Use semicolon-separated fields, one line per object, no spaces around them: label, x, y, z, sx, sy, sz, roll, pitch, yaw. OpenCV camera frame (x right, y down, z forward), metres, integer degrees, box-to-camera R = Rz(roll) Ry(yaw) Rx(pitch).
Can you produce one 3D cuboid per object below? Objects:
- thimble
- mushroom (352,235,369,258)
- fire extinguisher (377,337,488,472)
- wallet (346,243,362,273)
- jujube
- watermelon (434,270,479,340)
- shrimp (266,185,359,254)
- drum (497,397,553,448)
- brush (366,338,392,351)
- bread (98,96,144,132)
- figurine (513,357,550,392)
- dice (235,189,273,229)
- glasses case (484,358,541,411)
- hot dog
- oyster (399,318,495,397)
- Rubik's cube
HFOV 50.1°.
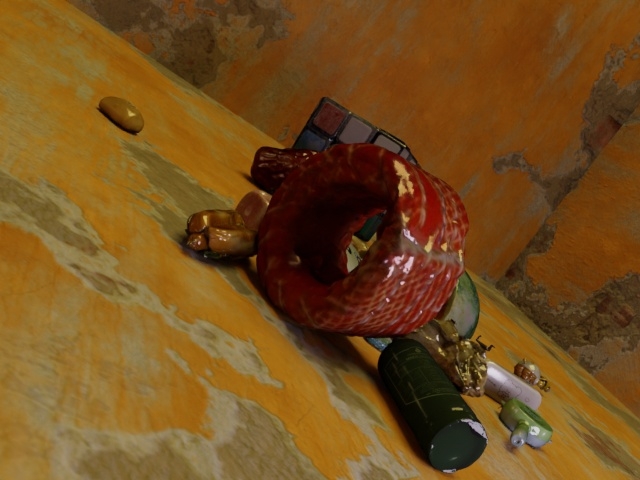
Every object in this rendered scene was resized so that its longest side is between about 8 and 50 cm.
thimble;0.069;0.008;1.206;0.231;0.350;0.350;22;17;-45
mushroom;0.084;-0.001;2.139;0.202;0.054;0.059;38;0;45
fire extinguisher;0.168;0.241;1.122;0.115;0.095;0.311;4;20;-18
wallet;0.034;0.028;1.501;0.309;0.077;0.223;58;10;-1
jujube;-0.068;-0.196;2.111;0.291;0.197;0.197;20;10;1
watermelon;0.388;0.194;2.003;0.260;0.176;0.255;-124;-164;-67
shrimp;-0.051;-0.042;1.743;0.233;0.071;0.365;-2;35;-47
drum;0.437;0.404;1.426;0.130;0.049;0.253;37;10;4
brush;0.119;0.190;1.441;0.070;0.021;0.196;35;8;-5
bread;-0.471;-0.307;1.637;0.115;0.056;0.082;41;10;25
figurine;0.636;0.408;2.039;0.143;0.068;0.101;36;-7;-6
dice;-0.127;-0.050;1.500;0.091;0.094;0.093;27;15;-46
glasses case;0.439;0.348;1.622;0.193;0.074;0.049;34;7;-16
hot dog;-0.173;-0.010;1.230;0.109;0.072;0.269;36;8;10
oyster;0.254;0.207;1.493;0.198;0.133;0.337;28;15;-49
Rubik's cube;0.099;-0.235;2.383;0.363;0.362;0.359;35;8;20
